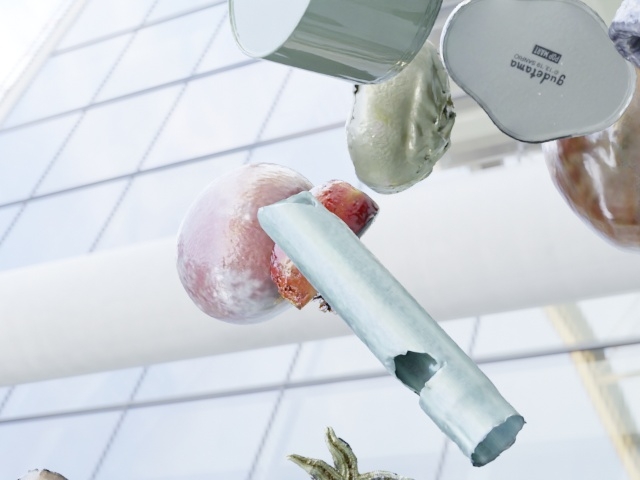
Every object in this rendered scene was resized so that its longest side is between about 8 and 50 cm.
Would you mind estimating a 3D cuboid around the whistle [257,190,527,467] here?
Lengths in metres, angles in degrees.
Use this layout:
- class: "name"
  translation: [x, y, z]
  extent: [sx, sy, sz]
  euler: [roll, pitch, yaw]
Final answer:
- class: "whistle"
  translation: [0.054, 0.063, 1.113]
  extent: [0.312, 0.062, 0.062]
  euler: [48, -165, 31]

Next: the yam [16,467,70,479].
- class: "yam"
  translation: [-0.338, 0.385, 1.472]
  extent: [0.129, 0.128, 0.238]
  euler: [39, -152, -13]

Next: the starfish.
- class: "starfish"
  translation: [0.033, 0.390, 1.961]
  extent: [0.176, 0.208, 0.053]
  euler: [-48, -12, -23]

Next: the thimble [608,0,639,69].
- class: "thimble"
  translation: [0.389, -0.225, 1.377]
  extent: [0.097, 0.150, 0.150]
  euler: [-57, -41, -3]

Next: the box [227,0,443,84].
- class: "box"
  translation: [0.015, -0.290, 1.395]
  extent: [0.149, 0.226, 0.226]
  euler: [10, -111, -30]

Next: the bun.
- class: "bun"
  translation: [0.123, -0.179, 1.878]
  extent: [0.239, 0.141, 0.239]
  euler: [10, -90, -71]

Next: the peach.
- class: "peach"
  translation: [-0.005, -0.004, 1.567]
  extent: [0.092, 0.127, 0.172]
  euler: [42, -115, 1]

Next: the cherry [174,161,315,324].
- class: "cherry"
  translation: [-0.098, 0.006, 1.832]
  extent: [0.285, 0.213, 0.236]
  euler: [-80, 4, -76]

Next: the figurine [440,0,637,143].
- class: "figurine"
  translation: [0.227, -0.219, 1.488]
  extent: [0.250, 0.166, 0.141]
  euler: [28, -165, -27]

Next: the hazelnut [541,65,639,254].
- class: "hazelnut"
  translation: [0.496, -0.158, 1.974]
  extent: [0.366, 0.366, 0.365]
  euler: [27, -122, -54]

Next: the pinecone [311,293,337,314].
- class: "pinecone"
  translation: [0.011, 0.062, 2.093]
  extent: [0.109, 0.102, 0.102]
  euler: [43, -139, -13]
